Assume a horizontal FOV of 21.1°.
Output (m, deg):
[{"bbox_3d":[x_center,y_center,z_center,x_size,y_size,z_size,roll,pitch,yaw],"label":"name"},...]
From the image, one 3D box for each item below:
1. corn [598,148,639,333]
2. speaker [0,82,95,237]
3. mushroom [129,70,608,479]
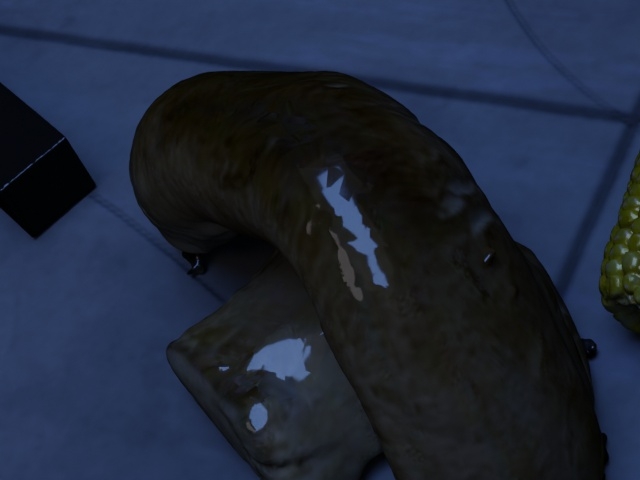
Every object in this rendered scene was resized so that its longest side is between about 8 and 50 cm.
[{"bbox_3d":[0.174,-0.049,0.718,0.067,0.067,0.206,14,63,31],"label":"corn"},{"bbox_3d":[-0.191,-0.071,0.910,0.046,0.040,0.191,-41,48,-14],"label":"speaker"},{"bbox_3d":[0.000,0.000,0.697,0.156,0.151,0.286,-38,49,-10],"label":"mushroom"}]
